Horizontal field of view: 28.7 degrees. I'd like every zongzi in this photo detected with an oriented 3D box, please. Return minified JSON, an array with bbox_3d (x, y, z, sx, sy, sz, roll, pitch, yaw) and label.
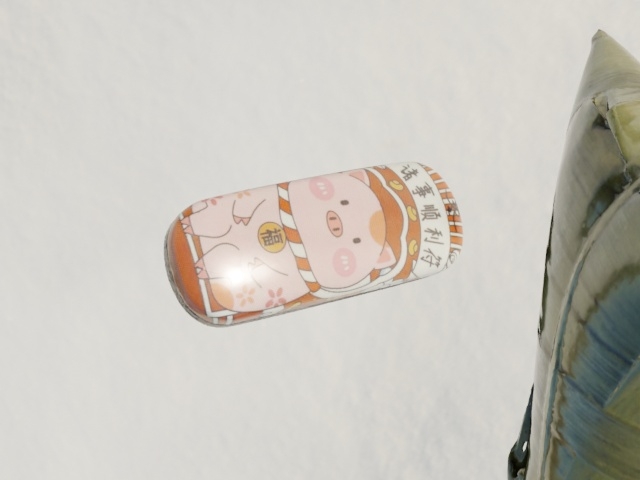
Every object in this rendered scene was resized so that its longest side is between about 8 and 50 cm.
[{"bbox_3d":[0.120,0.037,0.538,0.204,0.094,0.204,-114,35,-53],"label":"zongzi"}]

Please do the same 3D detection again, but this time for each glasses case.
[{"bbox_3d":[0.000,0.000,1.023,0.067,0.267,0.103,-29,76,61],"label":"glasses case"}]
